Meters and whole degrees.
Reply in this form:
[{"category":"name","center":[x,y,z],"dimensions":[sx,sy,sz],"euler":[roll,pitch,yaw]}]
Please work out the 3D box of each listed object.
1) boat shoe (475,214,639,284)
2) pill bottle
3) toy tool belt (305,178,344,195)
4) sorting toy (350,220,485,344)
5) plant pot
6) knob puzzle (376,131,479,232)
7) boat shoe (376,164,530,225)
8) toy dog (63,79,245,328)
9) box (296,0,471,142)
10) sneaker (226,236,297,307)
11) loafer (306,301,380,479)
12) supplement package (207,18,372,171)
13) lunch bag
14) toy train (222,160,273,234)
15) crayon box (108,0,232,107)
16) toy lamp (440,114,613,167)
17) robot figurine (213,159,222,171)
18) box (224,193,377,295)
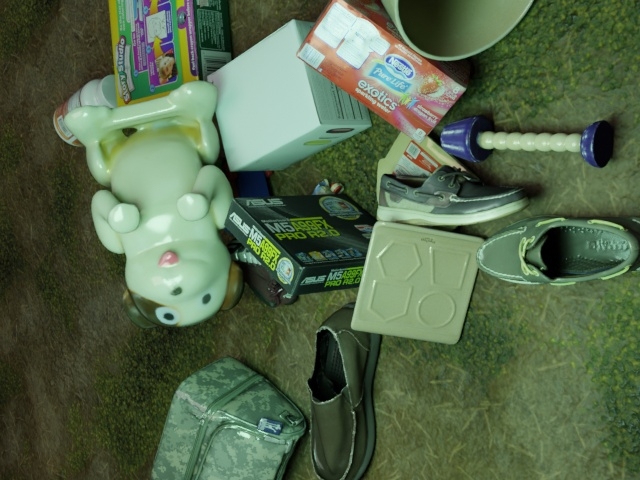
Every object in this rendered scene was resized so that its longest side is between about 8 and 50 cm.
[{"category":"boat shoe","center":[0.358,0.014,1.337],"dimensions":[0.305,0.091,0.109],"euler":[-6,90,44]},{"category":"pill bottle","center":[-0.552,-0.321,2.155],"dimensions":[0.216,0.121,0.121],"euler":[-22,79,42]},{"category":"toy tool belt","center":[0.002,-0.091,1.696],"dimensions":[0.051,0.052,0.083],"euler":[49,126,19]},{"category":"sorting toy","center":[0.163,0.072,1.492],"dimensions":[0.038,0.193,0.208],"euler":[-103,24,-68]},{"category":"plant pot","center":[0.172,-0.463,1.388],"dimensions":[0.256,0.257,0.274],"euler":[-62,39,29]},{"category":"knob puzzle","center":[0.175,-0.083,1.543],"dimensions":[0.213,0.030,0.213],"euler":[10,105,39]},{"category":"boat shoe","center":[0.203,-0.076,1.433],"dimensions":[0.285,0.103,0.092],"euler":[0,104,47]},{"category":"toy dog","center":[-0.301,-0.033,1.671],"dimensions":[0.395,0.285,0.407],"euler":[119,138,-68]},{"category":"box","center":[0.107,-0.296,1.439],"dimensions":[0.257,0.122,0.128],"euler":[34,125,-8]},{"category":"sneaker","center":[-0.069,0.061,1.730],"dimensions":[0.281,0.106,0.162],"euler":[4,131,55]},{"category":"loafer","center":[0.019,0.299,1.665],"dimensions":[0.134,0.130,0.365],"euler":[11,102,43]},{"category":"supplement package","center":[-0.064,-0.266,1.676],"dimensions":[0.262,0.145,0.203],"euler":[-21,79,44]},{"category":"lunch bag","center":[-0.180,0.429,1.830],"dimensions":[0.256,0.213,0.305],"euler":[30,116,20]},{"category":"toy train","center":[-0.175,-0.137,1.837],"dimensions":[0.143,0.105,0.247],"euler":[-23,78,56]},{"category":"crayon box","center":[-0.337,-0.460,1.945],"dimensions":[0.313,0.106,0.362],"euler":[-2,92,45]},{"category":"toy lamp","center":[0.313,-0.156,1.375],"dimensions":[0.275,0.080,0.080],"euler":[8,100,40]},{"category":"robot figurine","center":[-0.247,-0.128,1.905],"dimensions":[0.067,0.101,0.115],"euler":[-6,64,31]},{"category":"box","center":[0.000,0.000,1.545],"dimensions":[0.216,0.270,0.060],"euler":[45,125,37]}]
